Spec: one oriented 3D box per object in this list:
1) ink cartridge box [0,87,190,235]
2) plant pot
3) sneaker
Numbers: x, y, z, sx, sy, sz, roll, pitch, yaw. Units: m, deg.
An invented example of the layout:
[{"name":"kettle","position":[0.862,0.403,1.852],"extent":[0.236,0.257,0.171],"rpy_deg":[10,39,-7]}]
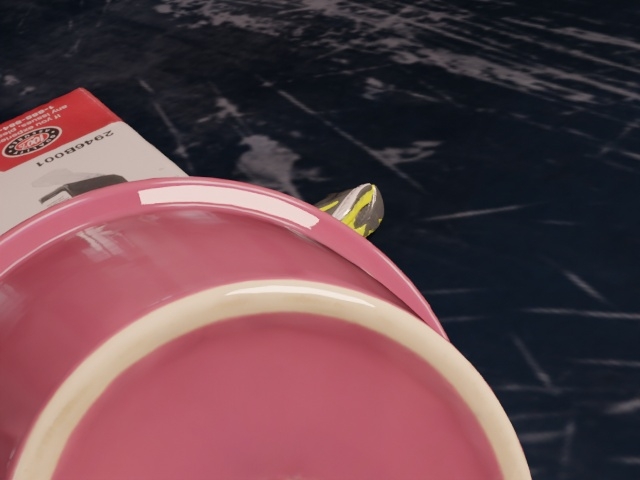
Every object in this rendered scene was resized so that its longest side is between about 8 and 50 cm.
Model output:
[{"name":"ink cartridge box","position":[-0.130,0.054,0.608],"extent":[0.197,0.114,0.273],"rpy_deg":[-28,34,-17]},{"name":"plant pot","position":[-0.032,0.076,0.390],"extent":[0.201,0.201,0.180],"rpy_deg":[-27,4,-14]},{"name":"sneaker","position":[0.000,0.000,0.714],"extent":[0.035,0.031,0.083],"rpy_deg":[-4,27,46]}]
